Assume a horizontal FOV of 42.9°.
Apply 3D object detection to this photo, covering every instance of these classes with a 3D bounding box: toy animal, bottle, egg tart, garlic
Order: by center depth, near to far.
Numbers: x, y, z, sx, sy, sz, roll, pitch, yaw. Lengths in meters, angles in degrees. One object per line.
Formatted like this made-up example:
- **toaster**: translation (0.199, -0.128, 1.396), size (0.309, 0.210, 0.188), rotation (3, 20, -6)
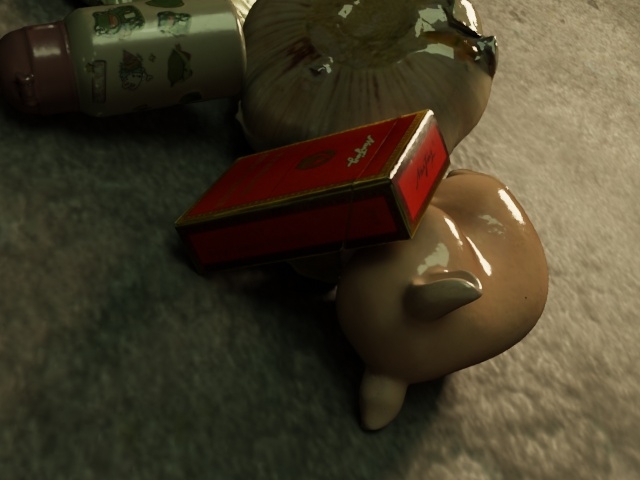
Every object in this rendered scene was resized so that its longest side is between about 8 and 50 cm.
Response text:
- **toy animal**: translation (0.116, 0.031, 0.836), size (0.256, 0.195, 0.213), rotation (-16, 51, -39)
- **bottle**: translation (-0.215, -0.196, 0.875), size (0.253, 0.120, 0.120), rotation (-11, 54, -18)
- **egg tart**: translation (0.000, 0.000, 0.907), size (0.105, 0.039, 0.105), rotation (20, 42, -19)
- **garlic**: translation (0.046, -0.196, 0.982), size (0.322, 0.241, 0.322), rotation (-14, 42, 13)

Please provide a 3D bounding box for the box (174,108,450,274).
- **box**: translation (-0.006, -0.047, 0.807), size (0.153, 0.240, 0.074), rotation (-51, 124, -53)

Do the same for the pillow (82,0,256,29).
- **pillow**: translation (-0.199, -0.349, 1.093), size (0.274, 0.076, 0.281), rotation (34, 38, 16)
